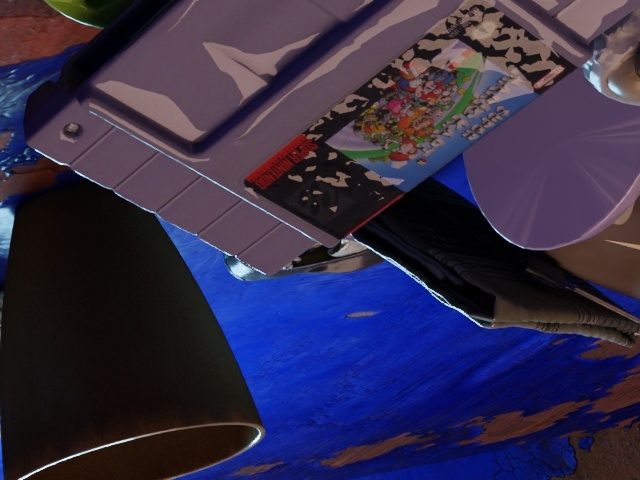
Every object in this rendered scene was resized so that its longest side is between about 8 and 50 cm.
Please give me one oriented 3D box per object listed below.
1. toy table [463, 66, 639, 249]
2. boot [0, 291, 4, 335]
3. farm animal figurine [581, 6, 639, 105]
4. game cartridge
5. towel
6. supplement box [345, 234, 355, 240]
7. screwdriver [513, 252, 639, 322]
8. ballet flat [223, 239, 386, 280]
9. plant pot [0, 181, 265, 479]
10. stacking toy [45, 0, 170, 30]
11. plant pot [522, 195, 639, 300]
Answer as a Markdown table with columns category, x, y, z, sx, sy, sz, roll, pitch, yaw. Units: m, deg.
| category | x | y | z | sx | sy | sz | roll | pitch | yaw |
| --- | --- | --- | --- | --- | --- | --- | --- | --- | --- |
| toy table | 0.231 | -0.130 | 1.398 | 0.161 | 0.252 | 0.274 | -10 | 133 | -52 |
| boot | -0.346 | 0.085 | 1.796 | 0.258 | 0.095 | 0.123 | -2 | 166 | -36 |
| farm animal figurine | 0.362 | -0.204 | 1.215 | 0.330 | 0.172 | 0.326 | 16 | 119 | -34 |
| game cartridge | 0.009 | -0.118 | 1.151 | 0.230 | 0.068 | 0.355 | 33 | 127 | -31 |
| towel | 0.114 | 0.008 | 1.672 | 0.324 | 0.312 | 0.056 | 12 | 111 | -56 |
| supplement box | 0.023 | -0.034 | 1.817 | 0.043 | 0.055 | 0.083 | -23 | 162 | 30 |
| screwdriver | 0.234 | 0.043 | 1.607 | 0.170 | 0.024 | 0.025 | 19 | 106 | -36 |
| ballet flat | 0.000 | 0.000 | 1.888 | 0.203 | 0.074 | 0.074 | -10 | 163 | -10 |
| plant pot | -0.196 | 0.084 | 1.648 | 0.237 | 0.254 | 0.237 | -15 | 165 | -4 |
| stacking toy | -0.034 | -0.207 | 1.184 | 0.309 | 0.130 | 0.279 | -25 | 136 | 21 |
| plant pot | 0.332 | -0.066 | 1.630 | 0.280 | 0.323 | 0.323 | 6 | 160 | -10 |
